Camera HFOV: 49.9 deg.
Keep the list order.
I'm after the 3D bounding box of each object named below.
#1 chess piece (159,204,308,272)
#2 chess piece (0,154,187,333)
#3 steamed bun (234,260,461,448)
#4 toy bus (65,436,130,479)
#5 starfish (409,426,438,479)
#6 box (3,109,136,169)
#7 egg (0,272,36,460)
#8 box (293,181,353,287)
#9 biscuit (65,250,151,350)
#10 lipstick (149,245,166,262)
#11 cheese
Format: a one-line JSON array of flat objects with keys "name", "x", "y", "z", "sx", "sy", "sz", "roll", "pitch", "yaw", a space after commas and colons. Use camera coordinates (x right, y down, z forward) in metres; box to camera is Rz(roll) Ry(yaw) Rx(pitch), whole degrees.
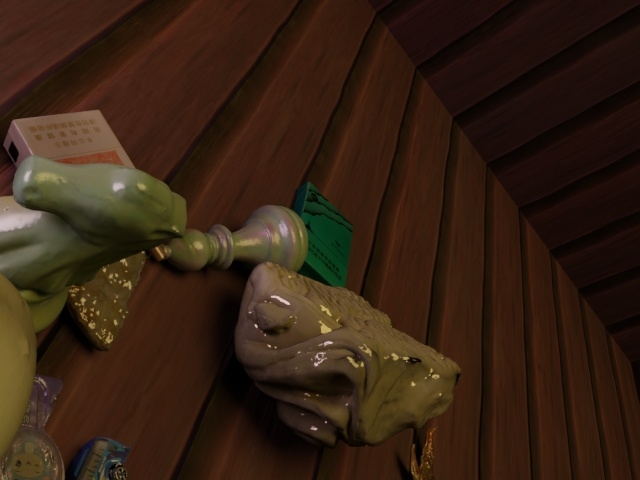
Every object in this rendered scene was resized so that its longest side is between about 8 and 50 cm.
[{"name": "chess piece", "x": -0.160, "y": 0.010, "z": 1.166, "sx": 0.271, "sy": 0.139, "sz": 0.139, "roll": -4, "pitch": 68, "yaw": -45}, {"name": "chess piece", "x": -0.300, "y": -0.006, "z": 0.776, "sx": 0.175, "sy": 0.298, "sz": 0.176, "roll": 38, "pitch": 38, "yaw": -37}, {"name": "steamed bun", "x": 0.018, "y": 0.222, "z": 1.128, "sx": 0.393, "sy": 0.238, "sz": 0.346, "roll": 29, "pitch": 8, "yaw": 3}, {"name": "toy bus", "x": -0.274, "y": 0.303, "z": 0.801, "sx": 0.061, "sy": 0.051, "sz": 0.153, "roll": 39, "pitch": 36, "yaw": -22}, {"name": "starfish", "x": 0.233, "y": 0.517, "z": 1.391, "sx": 0.138, "sy": 0.050, "sz": 0.248, "roll": -1, "pitch": 73, "yaw": -57}, {"name": "box", "x": -0.332, "y": -0.085, "z": 0.966, "sx": 0.141, "sy": 0.058, "sz": 0.201, "roll": -18, "pitch": 70, "yaw": -46}, {"name": "egg", "x": -0.392, "y": 0.127, "z": 0.538, "sx": 0.283, "sy": 0.283, "sz": 0.345, "roll": 48, "pitch": 34, "yaw": -20}, {"name": "box", "x": 0.000, "y": 0.000, "z": 1.471, "sx": 0.161, "sy": 0.042, "sz": 0.227, "roll": 44, "pitch": 34, "yaw": -28}, {"name": "biscuit", "x": -0.313, "y": 0.016, "z": 0.990, "sx": 0.141, "sy": 0.038, "sz": 0.290, "roll": 44, "pitch": 32, "yaw": -27}, {"name": "lipstick", "x": -0.264, "y": -0.010, "z": 1.031, "sx": 0.094, "sy": 0.019, "sz": 0.019, "roll": 57, "pitch": 30, "yaw": -3}, {"name": "cheese", "x": -0.335, "y": 0.233, "z": 0.772, "sx": 0.105, "sy": 0.042, "sz": 0.191, "roll": 25, "pitch": 38, "yaw": -43}]
